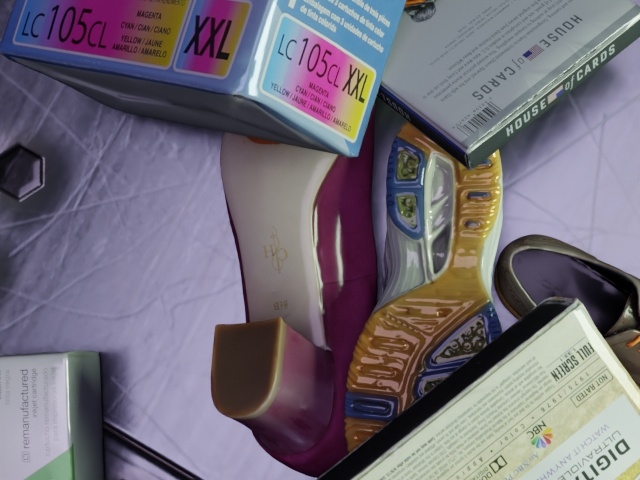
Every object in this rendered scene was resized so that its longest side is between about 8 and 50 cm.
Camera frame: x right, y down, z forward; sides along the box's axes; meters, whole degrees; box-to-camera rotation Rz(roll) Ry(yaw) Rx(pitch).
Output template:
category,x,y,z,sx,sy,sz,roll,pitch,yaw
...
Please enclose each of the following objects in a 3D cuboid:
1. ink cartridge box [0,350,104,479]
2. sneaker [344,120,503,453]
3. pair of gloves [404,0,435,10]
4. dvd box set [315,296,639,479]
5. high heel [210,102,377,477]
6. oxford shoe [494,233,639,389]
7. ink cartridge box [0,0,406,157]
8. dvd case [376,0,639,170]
category,x,y,z,sx,sy,sz,roll,pitch,yaw
ink cartridge box,-0.296,0.177,1.071,0.219,0.092,0.160,-5,84,8
sneaker,0.093,0.054,0.998,0.111,0.131,0.297,10,80,10
pair of gloves,0.060,-0.208,1.011,0.074,0.010,0.083,-1,54,17
dvd box set,0.172,0.295,0.897,0.307,0.062,0.420,-38,97,-8
high heel,0.000,0.000,1.064,0.127,0.181,0.377,1,66,29
oxford shoe,0.252,0.083,0.990,0.271,0.098,0.097,27,90,11
ink cartridge box,-0.053,-0.287,0.991,0.270,0.151,0.396,14,82,37
dvd case,0.103,-0.174,1.000,0.179,0.030,0.238,-38,54,-12
